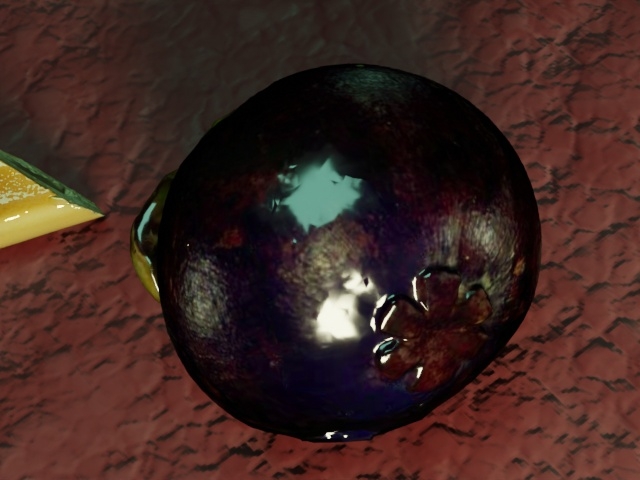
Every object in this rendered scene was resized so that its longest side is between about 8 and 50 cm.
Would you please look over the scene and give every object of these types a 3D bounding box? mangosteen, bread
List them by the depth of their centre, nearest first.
[{"bbox_3d":[0.000,0.000,0.847,0.194,0.194,0.230,-38,31,-15],"label":"mangosteen"},{"bbox_3d":[-0.181,-0.028,0.968,0.103,0.049,0.062,-17,88,-2],"label":"bread"}]
